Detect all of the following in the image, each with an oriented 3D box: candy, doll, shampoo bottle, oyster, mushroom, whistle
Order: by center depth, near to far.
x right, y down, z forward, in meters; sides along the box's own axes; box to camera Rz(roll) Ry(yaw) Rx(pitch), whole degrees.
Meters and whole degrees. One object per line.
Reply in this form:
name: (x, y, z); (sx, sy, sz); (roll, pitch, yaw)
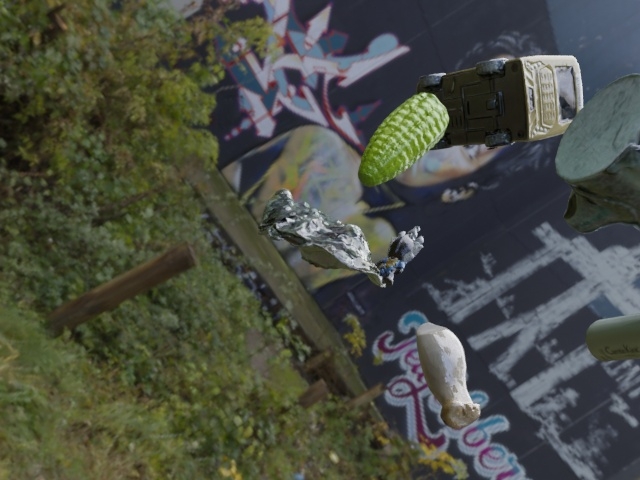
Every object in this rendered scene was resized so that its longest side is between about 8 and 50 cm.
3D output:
oyster: (-0.001, 0.003, 0.900); (0.199, 0.087, 0.252); (24, 6, 3)
whistle: (0.508, -0.149, 0.942); (0.168, 0.188, 0.405); (29, -30, -14)
candy: (0.136, -0.168, 1.167); (0.097, 0.209, 0.096); (36, -24, 19)
shampoo bottle: (0.595, 0.174, 1.232); (0.085, 0.085, 0.262); (57, -16, 4)
mushroom: (0.242, 0.253, 1.296); (0.097, 0.088, 0.212); (63, 14, -55)
doll: (0.212, 0.033, 1.788); (0.096, 0.195, 0.070); (17, -30, 37)

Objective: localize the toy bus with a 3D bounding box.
toy bus: (0.363, -0.286, 1.431); (0.365, 0.202, 0.176); (14, -66, 64)
